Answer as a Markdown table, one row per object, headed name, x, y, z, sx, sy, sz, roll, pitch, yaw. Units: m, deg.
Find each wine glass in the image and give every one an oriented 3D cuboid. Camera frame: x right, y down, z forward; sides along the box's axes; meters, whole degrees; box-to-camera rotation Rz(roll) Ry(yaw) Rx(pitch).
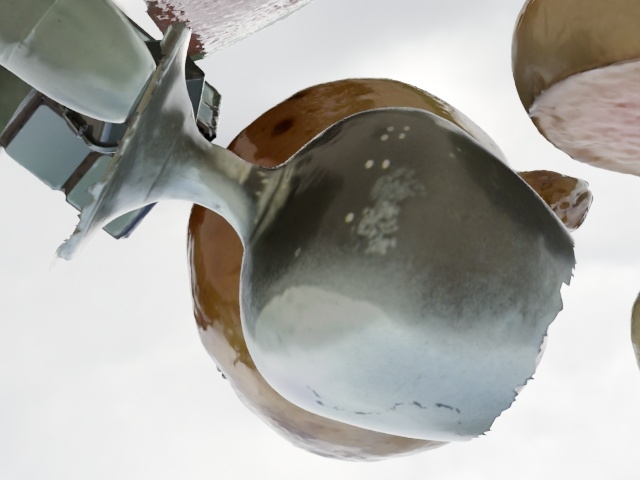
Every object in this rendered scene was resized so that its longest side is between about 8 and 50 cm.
| name | x | y | z | sx | sy | sz | roll | pitch | yaw |
| --- | --- | --- | --- | --- | --- | --- | --- | --- | --- |
| wine glass | 0.000 | 0.000 | 1.024 | 0.238 | 0.323 | 0.238 | -60 | -175 | 9 |

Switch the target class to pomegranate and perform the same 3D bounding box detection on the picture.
| name | x | y | z | sx | sy | sz | roll | pitch | yaw |
| --- | --- | --- | --- | --- | --- | --- | --- | --- | --- |
| pomegranate | 0.074 | 0.021 | 1.450 | 0.410 | 0.410 | 0.410 | -18 | -146 | 12 |

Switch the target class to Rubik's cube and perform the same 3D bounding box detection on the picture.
| name | x | y | z | sx | sy | sz | roll | pitch | yaw |
| --- | --- | --- | --- | --- | --- | --- | --- | --- | --- |
| Rubik's cube | -0.228 | -0.135 | 1.630 | 0.167 | 0.180 | 0.183 | -47 | -167 | 13 |

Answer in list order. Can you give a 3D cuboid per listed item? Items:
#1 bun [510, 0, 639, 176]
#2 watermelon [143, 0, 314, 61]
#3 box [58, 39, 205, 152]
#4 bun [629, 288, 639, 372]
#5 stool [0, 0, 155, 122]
| name | x | y | z | sx | sy | sz | roll | pitch | yaw |
| --- | --- | --- | --- | --- | --- | --- | --- | --- | --- |
| bun | 0.298 | -0.161 | 1.114 | 0.298 | 0.299 | 0.165 | -3 | -107 | 30 |
| watermelon | -0.080 | -0.277 | 1.460 | 0.283 | 0.250 | 0.293 | 3 | -125 | 30 |
| box | -0.163 | -0.131 | 1.306 | 0.122 | 0.069 | 0.084 | -11 | -134 | -38 |
| bun | 0.447 | 0.100 | 1.689 | 0.178 | 0.193 | 0.128 | -26 | 180 | 23 |
| stool | -0.106 | -0.182 | 0.541 | 0.195 | 0.198 | 0.195 | -61 | -174 | -32 |
